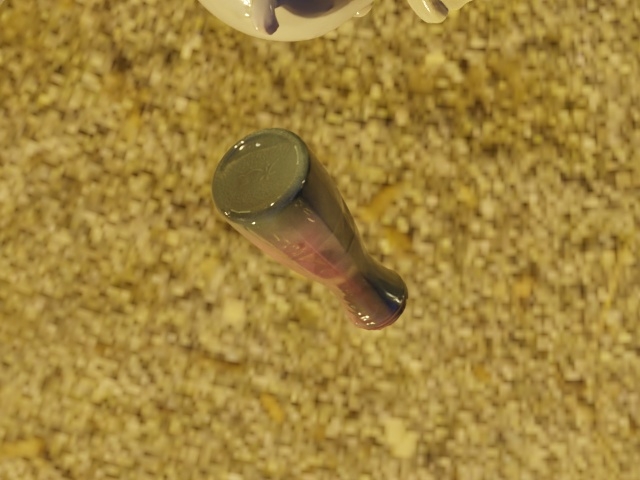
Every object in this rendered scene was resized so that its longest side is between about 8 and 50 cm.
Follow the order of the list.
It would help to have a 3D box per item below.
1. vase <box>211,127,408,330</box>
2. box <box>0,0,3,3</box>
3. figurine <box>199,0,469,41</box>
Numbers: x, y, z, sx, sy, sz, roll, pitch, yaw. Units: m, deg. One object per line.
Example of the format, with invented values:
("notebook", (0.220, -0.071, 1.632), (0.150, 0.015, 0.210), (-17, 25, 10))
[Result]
("vase", (0.000, 0.000, 1.538), (0.086, 0.086, 0.214), (-20, 141, 19))
("box", (-0.246, -0.119, 0.871), (0.243, 0.067, 0.155), (-42, 142, 3))
("figurine", (0.081, -0.285, 1.518), (0.394, 0.227, 0.274), (-25, 138, 25))
